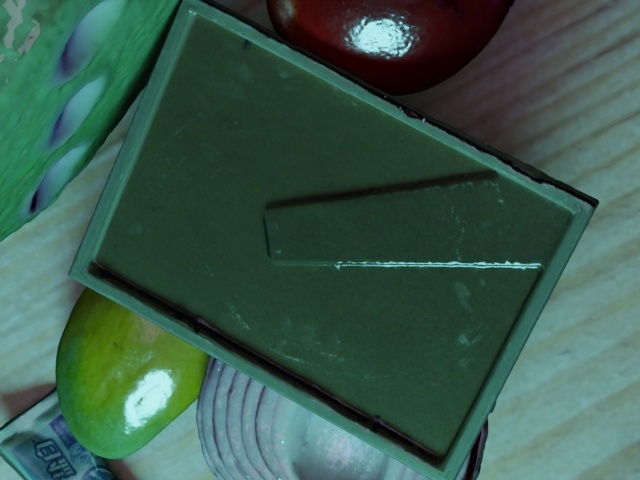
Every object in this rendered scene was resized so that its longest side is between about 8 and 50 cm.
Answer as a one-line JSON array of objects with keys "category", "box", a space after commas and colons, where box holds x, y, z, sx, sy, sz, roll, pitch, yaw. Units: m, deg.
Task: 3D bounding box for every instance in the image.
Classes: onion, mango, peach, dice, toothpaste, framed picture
[{"category": "onion", "box": [0.036, 0.093, 1.293, 0.227, 0.120, 0.283, 21, 108, 7]}, {"category": "mango", "box": [-0.147, 0.091, 1.339, 0.130, 0.092, 0.195, 21, 109, 1]}, {"category": "peach", "box": [0.048, -0.195, 1.228, 0.197, 0.197, 0.197, 1, 98, 7]}, {"category": "dice", "box": [-0.292, -0.189, 1.195, 0.318, 0.330, 0.322, 40, 101, 5]}, {"category": "toothpaste", "box": [-0.170, 0.250, 1.386, 0.069, 0.047, 0.268, -37, 89, 23]}, {"category": "framed picture", "box": [0.000, 0.000, 1.208, 0.335, 0.022, 0.247, 28, 109, 9]}]
